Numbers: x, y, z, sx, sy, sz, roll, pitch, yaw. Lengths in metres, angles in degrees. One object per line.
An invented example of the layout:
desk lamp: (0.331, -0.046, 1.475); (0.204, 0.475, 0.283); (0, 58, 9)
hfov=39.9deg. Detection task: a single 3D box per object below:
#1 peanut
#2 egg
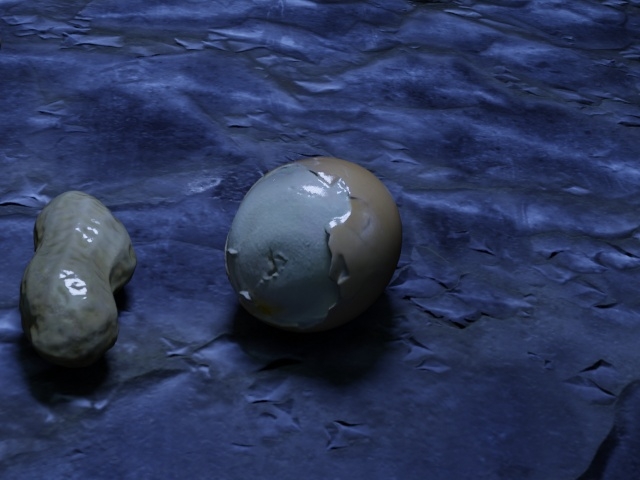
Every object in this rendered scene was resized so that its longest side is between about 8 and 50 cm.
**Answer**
peanut: (-0.276, 0.043, 1.012); (0.125, 0.111, 0.274); (15, 34, -19)
egg: (0.000, 0.000, 1.054); (0.201, 0.201, 0.244); (25, 26, 23)
